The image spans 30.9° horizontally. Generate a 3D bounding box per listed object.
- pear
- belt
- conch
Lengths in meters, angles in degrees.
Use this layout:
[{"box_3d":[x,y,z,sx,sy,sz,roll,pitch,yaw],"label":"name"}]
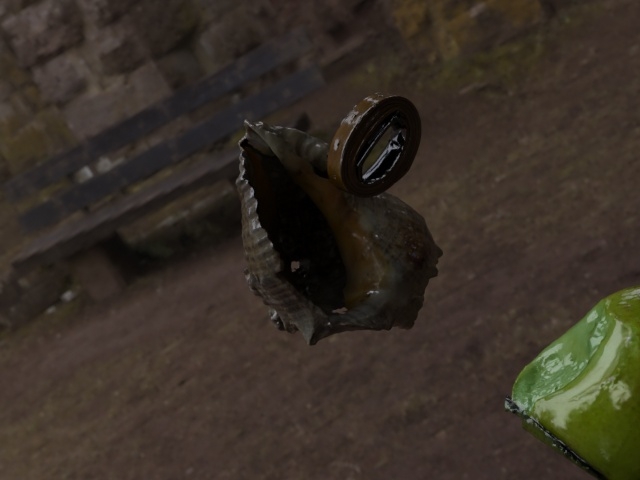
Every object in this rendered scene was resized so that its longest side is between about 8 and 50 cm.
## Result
[{"box_3d":[0.370,0.164,1.400,0.292,0.159,0.292,-46,11,11],"label":"pear"},{"box_3d":[0.043,-0.071,0.876,0.083,0.059,0.036,-57,24,-2],"label":"belt"},{"box_3d":[0.000,0.000,1.013,0.163,0.245,0.178,-32,19,13],"label":"conch"}]
